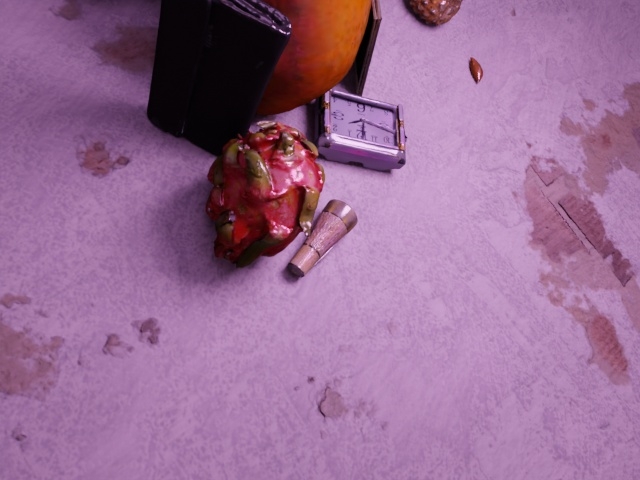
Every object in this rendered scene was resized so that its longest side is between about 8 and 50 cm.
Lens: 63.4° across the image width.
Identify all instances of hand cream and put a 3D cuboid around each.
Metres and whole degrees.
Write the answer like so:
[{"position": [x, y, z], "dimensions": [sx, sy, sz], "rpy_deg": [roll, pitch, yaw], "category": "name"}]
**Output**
[{"position": [0.000, 0.000, 1.166], "dimensions": [0.084, 0.084, 0.203], "rpy_deg": [40, 64, -2], "category": "hand cream"}]

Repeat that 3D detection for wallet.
[{"position": [-0.219, -0.321, 1.020], "dimensions": [0.228, 0.406, 0.062], "rpy_deg": [23, 59, -12], "category": "wallet"}]

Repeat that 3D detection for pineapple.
[{"position": [0.343, -0.765, 1.595], "dimensions": [0.166, 0.166, 0.193], "rpy_deg": [-30, 70, -30], "category": "pineapple"}]

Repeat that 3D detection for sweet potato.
[{"position": [0.488, -0.536, 1.621], "dimensions": [0.034, 0.034, 0.095], "rpy_deg": [-3, 72, -24], "category": "sweet potato"}]

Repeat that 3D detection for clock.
[{"position": [0.102, -0.285, 1.325], "dimensions": [0.253, 0.083, 0.187], "rpy_deg": [9, 65, -18], "category": "clock"}]

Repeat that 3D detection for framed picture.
[{"position": [0.110, -0.540, 1.325], "dimensions": [0.018, 0.293, 0.231], "rpy_deg": [0, 67, -6], "category": "framed picture"}]

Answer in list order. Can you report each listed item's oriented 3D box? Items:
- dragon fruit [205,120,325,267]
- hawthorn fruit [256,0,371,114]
[{"position": [-0.120, -0.093, 1.060], "dimensions": [0.236, 0.231, 0.303], "rpy_deg": [28, 102, -8], "category": "dragon fruit"}, {"position": [-0.107, -0.528, 1.167], "dimensions": [0.471, 0.472, 0.473], "rpy_deg": [9, 65, -19], "category": "hawthorn fruit"}]
